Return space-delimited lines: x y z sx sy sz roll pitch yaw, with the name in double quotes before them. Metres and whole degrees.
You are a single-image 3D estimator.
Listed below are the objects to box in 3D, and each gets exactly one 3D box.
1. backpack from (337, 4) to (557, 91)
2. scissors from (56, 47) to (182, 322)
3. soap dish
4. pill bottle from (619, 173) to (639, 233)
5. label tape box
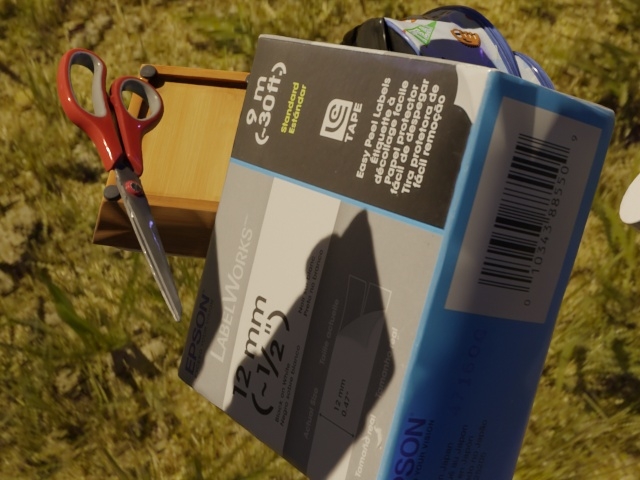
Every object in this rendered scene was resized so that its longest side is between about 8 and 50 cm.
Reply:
"backpack" 0.112 -0.089 0.974 0.213 0.276 0.263 -24 91 -34
"scissors" -0.179 -0.058 0.889 0.109 0.021 0.297 20 42 -34
"soap dish" -0.182 -0.118 1.441 0.228 0.118 0.291 6 60 4
"pill bottle" 0.411 -0.001 1.057 0.193 0.108 0.108 33 68 -12
"label tape box" 0.000 0.000 0.680 0.115 0.347 0.249 9 98 -38
